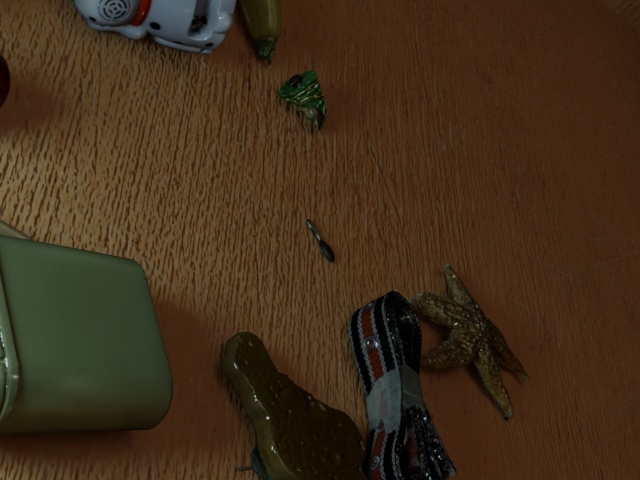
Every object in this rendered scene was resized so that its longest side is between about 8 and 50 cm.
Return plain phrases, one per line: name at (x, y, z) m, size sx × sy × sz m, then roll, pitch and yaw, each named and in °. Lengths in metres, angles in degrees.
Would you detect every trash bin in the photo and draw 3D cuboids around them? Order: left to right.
trash bin at (-0.308, 0.110, 1.210) m, size 0.247 × 0.121 × 0.243 m, roll 11°, pitch 51°, yaw -46°

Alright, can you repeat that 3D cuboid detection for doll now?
doll at (-0.010, -0.255, 1.897) m, size 0.113 × 0.076 × 0.078 m, roll 39°, pitch 28°, yaw -19°

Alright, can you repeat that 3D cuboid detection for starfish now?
starfish at (0.265, 0.177, 1.840) m, size 0.302 × 0.060 × 0.299 m, roll 44°, pitch 34°, yaw -12°

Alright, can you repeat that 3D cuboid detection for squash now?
squash at (-0.112, -0.424, 1.941) m, size 0.094 × 0.094 × 0.224 m, roll 10°, pitch 60°, yaw -44°

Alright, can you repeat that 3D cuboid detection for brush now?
brush at (0.000, 0.000, 1.742) m, size 0.024 × 0.008 × 0.083 m, roll -20°, pitch 75°, yaw -50°

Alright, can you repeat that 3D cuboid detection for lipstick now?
lipstick at (-0.403, -0.020, 1.300) m, size 0.094 × 0.019 × 0.019 m, roll 34°, pitch 39°, yaw -24°

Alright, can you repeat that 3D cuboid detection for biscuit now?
biscuit at (-0.029, 0.264, 1.443) m, size 0.320 × 0.047 × 0.183 m, roll 50°, pitch 30°, yaw -4°

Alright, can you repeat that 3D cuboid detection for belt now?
belt at (0.112, 0.239, 1.584) m, size 0.126 × 0.094 × 0.359 m, roll 21°, pitch 45°, yaw -34°

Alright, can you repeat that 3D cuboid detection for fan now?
fan at (-0.074, 0.303, 1.396) m, size 0.060 × 0.003 × 0.080 m, roll 50°, pitch 35°, yaw -1°

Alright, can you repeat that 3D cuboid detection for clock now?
clock at (-0.282, -0.391, 1.661) m, size 0.254 × 0.189 × 0.189 m, roll -3°, pitch 61°, yaw -32°

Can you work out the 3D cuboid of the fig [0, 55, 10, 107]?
fig at (-0.465, -0.202, 1.309) m, size 0.150 × 0.128 × 0.128 m, roll -29°, pitch 82°, yaw -49°
